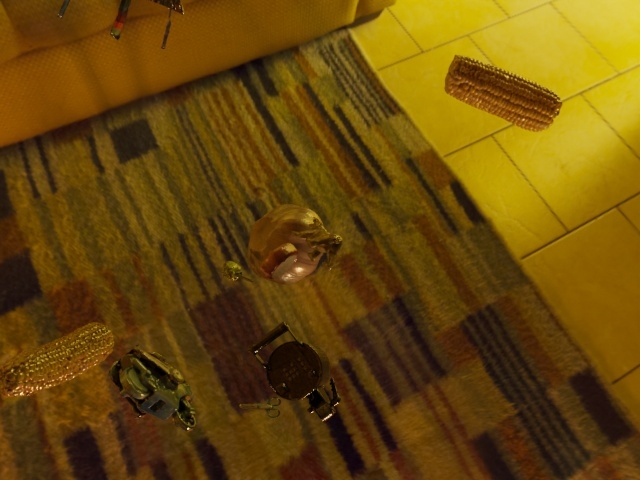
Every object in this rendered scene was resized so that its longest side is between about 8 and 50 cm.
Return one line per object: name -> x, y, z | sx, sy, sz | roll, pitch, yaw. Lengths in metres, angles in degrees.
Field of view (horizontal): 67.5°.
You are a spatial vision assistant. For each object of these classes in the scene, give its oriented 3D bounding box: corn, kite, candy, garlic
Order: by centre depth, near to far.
kite -> -0.260, -0.352, 0.654 | 0.183, 0.160, 0.010 | -5, 42, -51
candy -> -0.147, 0.061, 0.864 | 0.035, 0.123, 0.035 | 22, 85, -30
corn -> 0.374, -0.305, 0.993 | 0.244, 0.093, 0.093 | 24, 67, -2
corn -> -0.542, 0.246, 0.999 | 0.101, 0.291, 0.101 | 1, 94, 11
candy -> -0.101, 0.050, 1.173 | 0.103, 0.103, 0.043 | -38, 75, -18
garlic -> -0.113, 0.016, 1.718 | 0.317, 0.259, 0.317 | -18, 63, 38

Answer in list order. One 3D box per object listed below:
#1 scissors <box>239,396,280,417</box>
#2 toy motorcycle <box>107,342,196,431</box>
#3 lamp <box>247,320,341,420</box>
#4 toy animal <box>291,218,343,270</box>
scissors -> -0.174, 0.478, 1.380 | 0.119, 0.014, 0.058 | 8, 74, -14
toy motorcycle -> -0.517, 0.467, 1.572 | 0.182, 0.319, 0.241 | -27, 30, 24
lamp -> -0.082, 0.471, 1.778 | 0.205, 0.272, 0.374 | -37, 92, -1
toy animal -> 0.000, 0.000, 1.397 | 0.101, 0.218, 0.103 | -37, 112, -12
